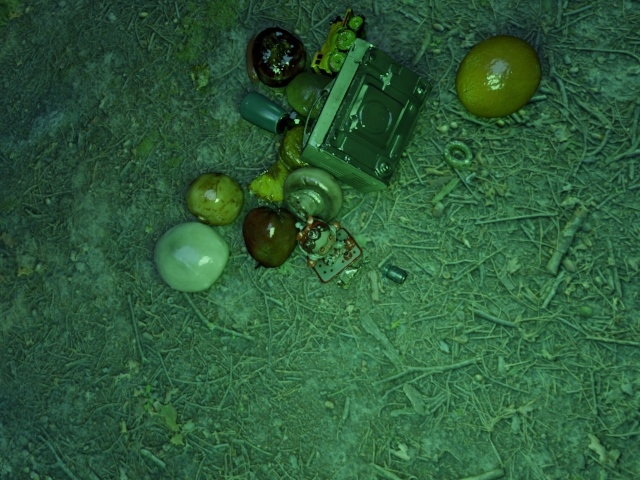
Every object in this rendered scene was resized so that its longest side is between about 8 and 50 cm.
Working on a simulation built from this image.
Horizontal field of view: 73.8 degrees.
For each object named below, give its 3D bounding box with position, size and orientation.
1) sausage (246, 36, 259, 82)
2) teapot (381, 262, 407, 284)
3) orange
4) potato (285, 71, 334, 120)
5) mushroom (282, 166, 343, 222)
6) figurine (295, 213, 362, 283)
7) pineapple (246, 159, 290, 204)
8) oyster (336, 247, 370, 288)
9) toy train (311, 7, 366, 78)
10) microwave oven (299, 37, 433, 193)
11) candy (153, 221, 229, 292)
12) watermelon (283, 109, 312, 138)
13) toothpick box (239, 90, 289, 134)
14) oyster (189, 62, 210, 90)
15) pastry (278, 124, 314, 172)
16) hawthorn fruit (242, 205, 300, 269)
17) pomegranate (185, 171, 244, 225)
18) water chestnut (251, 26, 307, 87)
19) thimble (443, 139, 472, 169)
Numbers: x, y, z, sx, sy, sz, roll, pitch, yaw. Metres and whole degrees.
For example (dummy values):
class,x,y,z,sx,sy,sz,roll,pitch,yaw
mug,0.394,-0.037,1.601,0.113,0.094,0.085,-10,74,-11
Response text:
class,x,y,z,sx,sy,sz,roll,pitch,yaw
sausage,-0.276,-0.756,1.786,0.077,0.077,0.194,-8,77,12
teapot,0.254,0.119,1.476,0.083,0.064,0.049,27,54,21
orange,0.592,-0.542,1.422,0.273,0.274,0.275,-3,77,13
potato,-0.016,-0.555,1.638,0.197,0.149,0.228,-31,64,-22
mushroom,-0.031,-0.152,1.512,0.226,0.227,0.178,19,40,17
figurine,0.000,0.000,1.447,0.183,0.226,0.160,-39,50,4
pineapple,-0.196,-0.196,1.626,0.164,0.250,0.140,-30,106,38
oyster,0.103,0.091,1.512,0.108,0.053,0.166,41,90,25
toy train,0.076,-0.770,1.687,0.160,0.100,0.297,19,83,19
microwave oven,0.145,-0.409,1.450,0.332,0.247,0.395,26,84,-15
candy,-0.492,0.058,1.602,0.295,0.185,0.296,-4,71,12
watermelon,-0.102,-0.443,1.682,0.135,0.125,0.094,-37,40,25
toothpick box,-0.218,-0.500,1.691,0.184,0.120,0.120,33,87,16
oyster,-0.534,-0.718,1.866,0.121,0.045,0.146,21,83,32
pastry,-0.061,-0.331,1.594,0.188,0.103,0.189,5,70,-15
hawthorn fruit,-0.188,-0.001,1.542,0.207,0.208,0.249,25,114,18
pomegranate,-0.400,-0.148,1.615,0.215,0.215,0.216,-3,77,13
water chestnut,-0.162,-0.724,1.674,0.223,0.238,0.224,0,81,0
thimble,0.485,-0.298,1.498,0.084,0.062,0.110,-43,71,5
